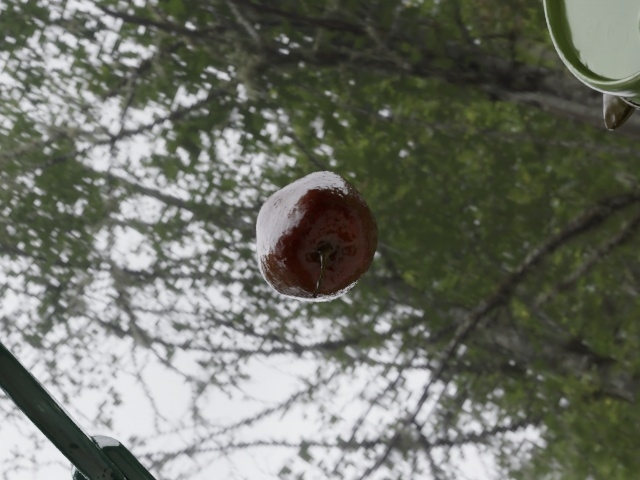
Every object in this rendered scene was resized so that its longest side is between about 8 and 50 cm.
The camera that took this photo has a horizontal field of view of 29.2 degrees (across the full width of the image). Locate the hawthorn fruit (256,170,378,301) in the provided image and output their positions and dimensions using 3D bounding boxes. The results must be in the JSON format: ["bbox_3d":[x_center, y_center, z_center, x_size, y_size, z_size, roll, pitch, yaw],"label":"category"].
[{"bbox_3d":[0.000,0.000,1.458,0.163,0.203,0.162,-1,-85,-10],"label":"hawthorn fruit"}]

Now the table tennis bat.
[{"bbox_3d":[-0.140,0.111,0.691,0.040,0.153,0.244,-43,-65,-13],"label":"table tennis bat"}]

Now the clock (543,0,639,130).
[{"bbox_3d":[0.338,-0.275,1.246,0.117,0.286,0.348,-4,-77,-26],"label":"clock"}]
